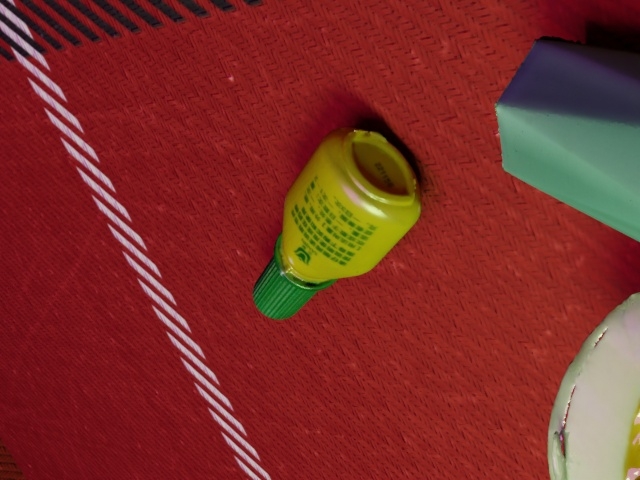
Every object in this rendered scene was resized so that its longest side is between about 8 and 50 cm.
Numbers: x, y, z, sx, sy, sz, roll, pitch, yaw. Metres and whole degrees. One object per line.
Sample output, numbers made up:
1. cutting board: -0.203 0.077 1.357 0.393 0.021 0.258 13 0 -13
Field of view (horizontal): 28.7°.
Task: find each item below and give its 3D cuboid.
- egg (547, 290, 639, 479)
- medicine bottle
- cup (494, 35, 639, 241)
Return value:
1. egg: 0.320 0.146 0.883 0.286 0.174 0.264 -51 58 37
2. medicine bottle: 0.000 0.000 1.208 0.111 0.076 0.309 50 147 7
3. cup: 0.233 -0.060 0.815 0.236 0.134 0.148 30 111 40
